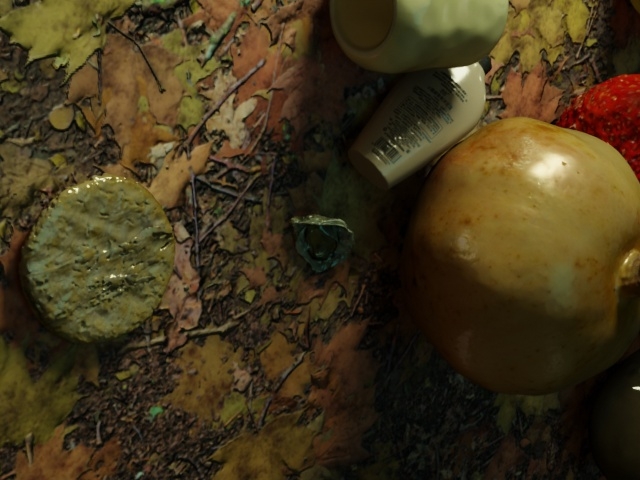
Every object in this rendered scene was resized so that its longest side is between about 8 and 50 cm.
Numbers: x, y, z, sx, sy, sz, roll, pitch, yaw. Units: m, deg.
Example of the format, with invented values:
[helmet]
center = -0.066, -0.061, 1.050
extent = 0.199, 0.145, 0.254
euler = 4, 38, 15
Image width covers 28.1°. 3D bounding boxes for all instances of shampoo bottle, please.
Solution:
[shampoo bottle]
center = 0.152, -0.183, 1.824
extent = 0.257, 0.127, 0.078
euler = -44, 171, -17

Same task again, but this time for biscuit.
[biscuit]
center = -0.267, 0.025, 1.560
extent = 0.219, 0.033, 0.220
euler = -15, 113, -38

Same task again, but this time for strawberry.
[strawberry]
center = 0.504, -0.156, 2.027
extent = 0.257, 0.257, 0.277
euler = -48, 172, -20

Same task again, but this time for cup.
[cup]
center = 0.130, -0.352, 1.699
extent = 0.202, 0.173, 0.255
euler = -11, 112, -41

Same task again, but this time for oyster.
[oyster]
center = -0.001, 0.000, 1.803
extent = 0.098, 0.037, 0.100
euler = -10, 133, -21

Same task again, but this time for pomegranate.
[pomegranate]
center = 0.311, 0.026, 1.835
extent = 0.411, 0.411, 0.412
euler = -15, 114, -38

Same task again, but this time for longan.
[longan]
center = 0.646, 0.321, 2.328
extent = 0.350, 0.288, 0.288
euler = -28, 122, -23

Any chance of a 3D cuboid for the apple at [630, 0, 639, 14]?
[apple]
center = 0.639, -0.450, 2.031
extent = 0.338, 0.338, 0.305
euler = 4, 119, -43
